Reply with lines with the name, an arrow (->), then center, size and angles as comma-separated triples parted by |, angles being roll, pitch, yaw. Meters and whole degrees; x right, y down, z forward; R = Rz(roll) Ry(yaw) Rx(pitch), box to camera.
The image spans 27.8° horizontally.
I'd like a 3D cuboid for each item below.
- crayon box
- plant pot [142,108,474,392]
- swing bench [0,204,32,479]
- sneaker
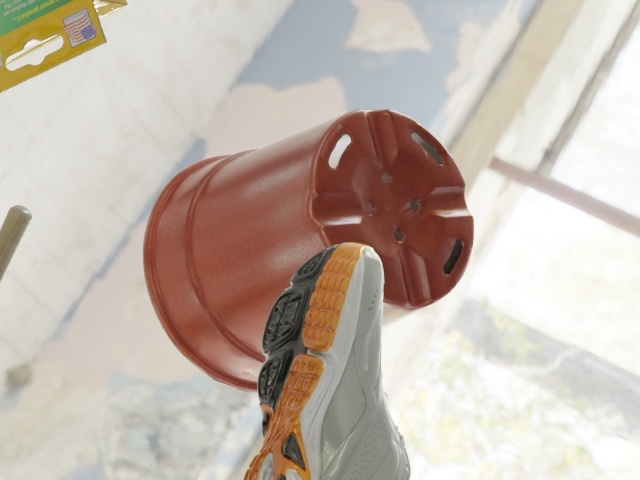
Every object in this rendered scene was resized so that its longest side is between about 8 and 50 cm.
crayon box -> -0.365, -0.350, 1.564 | 0.083, 0.203, 0.323 | -9, -100, -66
plant pot -> 0.000, 0.000, 1.332 | 0.265, 0.272, 0.272 | -24, 19, 50
swing bench -> -0.343, 0.107, 0.914 | 0.253, 0.165, 0.255 | -52, -26, -70
sneaker -> 0.018, 0.134, 0.969 | 0.121, 0.099, 0.263 | 12, -90, -30
